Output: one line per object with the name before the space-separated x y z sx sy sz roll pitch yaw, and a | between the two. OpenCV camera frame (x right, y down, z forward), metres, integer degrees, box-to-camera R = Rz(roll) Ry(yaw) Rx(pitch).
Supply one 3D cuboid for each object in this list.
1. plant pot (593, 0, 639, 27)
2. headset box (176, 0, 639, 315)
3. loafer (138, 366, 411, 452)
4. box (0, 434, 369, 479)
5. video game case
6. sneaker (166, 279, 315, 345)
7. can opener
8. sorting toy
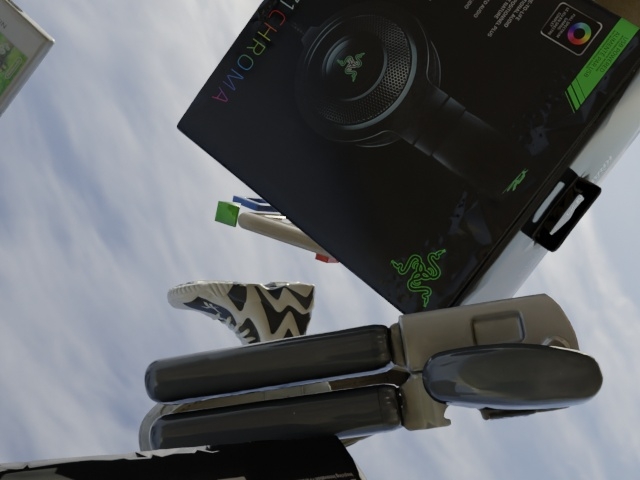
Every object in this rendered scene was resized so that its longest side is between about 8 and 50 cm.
plant pot | 0.312 -0.248 0.796 0.274 0.256 0.256 -20 -89 -15
headset box | 0.081 -0.090 0.693 0.283 0.246 0.131 40 -173 24
loafer | -0.025 0.169 0.934 0.320 0.111 0.111 -13 -86 -32
box | -0.178 0.243 0.453 0.395 0.318 0.097 9 -147 -48
video game case | -0.426 -0.201 1.026 0.193 0.212 0.023 43 -168 9
sneaker | -0.123 0.140 1.441 0.235 0.094 0.152 2 -91 -26
can opener | 0.025 0.083 0.568 0.093 0.281 0.074 54 -152 -71
sorting toy | 0.000 0.000 1.350 0.196 0.348 0.047 -7 -68 -61
